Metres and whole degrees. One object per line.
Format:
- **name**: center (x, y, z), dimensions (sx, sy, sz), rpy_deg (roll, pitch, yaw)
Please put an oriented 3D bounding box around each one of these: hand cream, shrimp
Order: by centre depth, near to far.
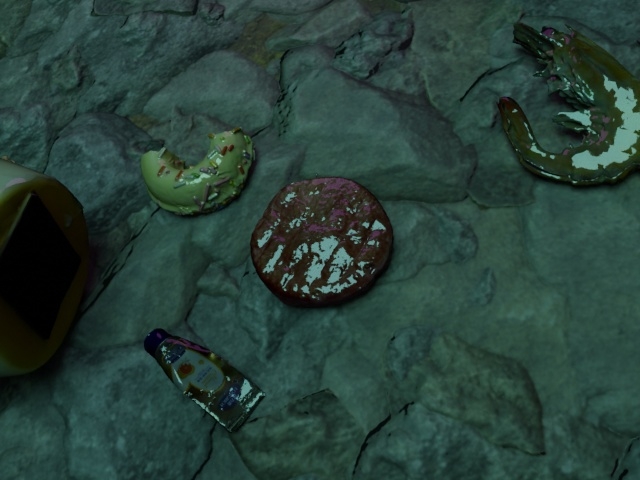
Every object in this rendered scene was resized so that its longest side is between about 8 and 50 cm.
- **hand cream**: center (-0.145, 0.158, 0.802), dimensions (0.163, 0.039, 0.062), rpy_deg (29, 59, 26)
- **shrimp**: center (0.295, -0.164, 0.828), dimensions (0.173, 0.058, 0.253), rpy_deg (-42, 60, 3)

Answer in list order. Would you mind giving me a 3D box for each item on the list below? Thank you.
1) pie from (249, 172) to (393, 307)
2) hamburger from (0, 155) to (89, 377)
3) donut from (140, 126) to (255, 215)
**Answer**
- **pie**: center (0.000, 0.000, 0.832), dimensions (0.183, 0.049, 0.182), rpy_deg (-6, 63, 13)
- **hamburger**: center (-0.415, 0.036, 0.816), dimensions (0.179, 0.276, 0.294), rpy_deg (7, 60, 9)
- **donut**: center (-0.174, -0.091, 0.926), dimensions (0.166, 0.065, 0.108), rpy_deg (-9, 61, 13)
